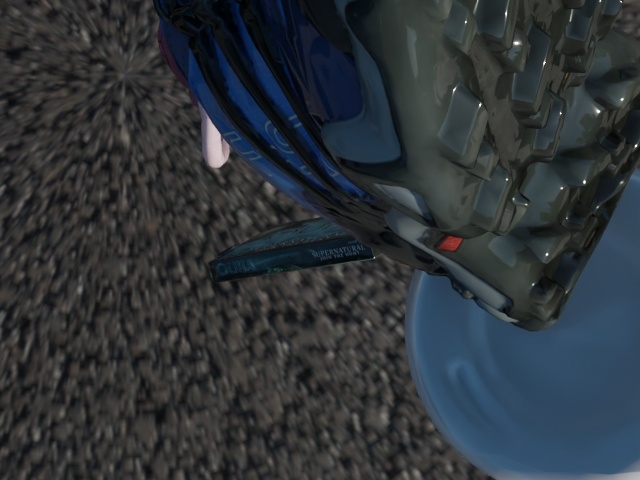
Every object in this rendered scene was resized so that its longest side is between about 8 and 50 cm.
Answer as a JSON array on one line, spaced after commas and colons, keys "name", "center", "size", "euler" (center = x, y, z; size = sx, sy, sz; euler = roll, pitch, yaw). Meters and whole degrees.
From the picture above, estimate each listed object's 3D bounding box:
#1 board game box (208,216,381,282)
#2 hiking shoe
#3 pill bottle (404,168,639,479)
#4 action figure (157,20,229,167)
[{"name": "board game box", "center": [0.000, 0.000, 1.701], "size": [0.186, 0.126, 0.026], "euler": [-9, 102, 32]}, {"name": "hiking shoe", "center": [0.005, -0.060, 0.416], "size": [0.132, 0.304, 0.113], "euler": [23, 74, 17]}, {"name": "pill bottle", "center": [0.099, 0.039, 0.643], "size": [0.112, 0.187, 0.112], "euler": [-2, 82, 12]}, {"name": "action figure", "center": [-0.054, -0.132, 1.441], "size": [0.276, 0.370, 0.248], "euler": [-15, 114, -27]}]
